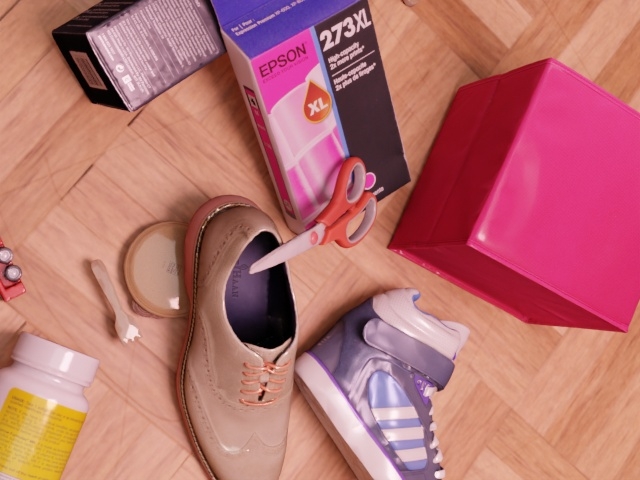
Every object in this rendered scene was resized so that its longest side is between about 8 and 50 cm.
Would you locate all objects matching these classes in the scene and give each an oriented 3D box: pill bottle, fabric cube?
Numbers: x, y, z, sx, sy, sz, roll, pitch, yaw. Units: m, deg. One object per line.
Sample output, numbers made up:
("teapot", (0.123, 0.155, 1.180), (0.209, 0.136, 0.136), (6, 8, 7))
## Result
("pill bottle", (-0.342, 0.219, 1.231), (0.119, 0.119, 0.209), (25, 80, -17))
("fabric cube", (0.288, -0.050, 1.403), (0.254, 0.259, 0.258), (27, 80, -17))

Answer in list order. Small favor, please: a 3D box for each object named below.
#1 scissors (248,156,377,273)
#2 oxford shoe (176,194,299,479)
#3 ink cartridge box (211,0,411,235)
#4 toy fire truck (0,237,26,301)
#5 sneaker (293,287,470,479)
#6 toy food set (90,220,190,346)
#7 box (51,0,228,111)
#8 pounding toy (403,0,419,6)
("scissors", (0.000, 0.000, 1.269), (0.297, 0.021, 0.109), (-50, 138, -49))
("oxford shoe", (-0.094, 0.151, 1.286), (0.140, 0.146, 0.397), (-11, 107, -21))
("ink cartridge box", (-0.004, -0.186, 1.315), (0.175, 0.069, 0.371), (-33, 127, -18))
("toy fire truck", (-0.425, 0.048, 1.249), (0.135, 0.047, 0.192), (-26, 95, -18))
("sneaker", (0.135, 0.220, 1.397), (0.236, 0.130, 0.323), (-35, 93, -14))
("toy food set", (-0.187, 0.041, 1.343), (0.192, 0.038, 0.132), (-25, 91, -17))
("box", (-0.196, -0.257, 1.282), (0.207, 0.153, 0.108), (-36, 115, -18))
("pounding toy", (0.083, -0.447, 1.403), (0.154, 0.155, 0.269), (-44, 102, -21))
